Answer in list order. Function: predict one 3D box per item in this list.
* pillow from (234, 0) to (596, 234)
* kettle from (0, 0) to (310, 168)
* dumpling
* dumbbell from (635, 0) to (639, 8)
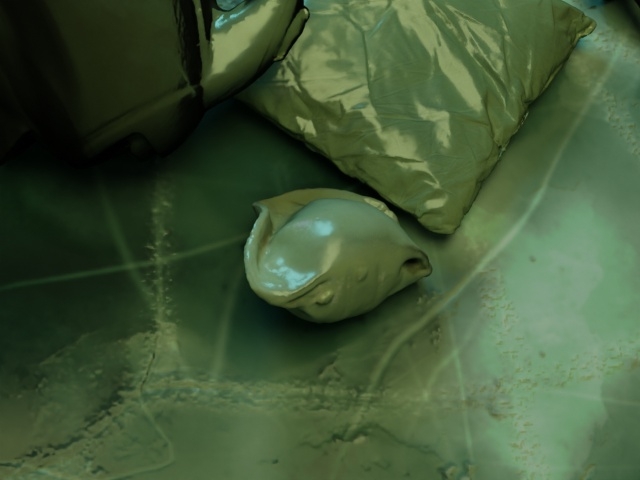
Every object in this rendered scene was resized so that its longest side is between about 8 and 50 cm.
[{"bbox_3d":[0.073,-0.180,1.285,0.274,0.076,0.280,34,65,6],"label":"pillow"},{"bbox_3d":[-0.172,-0.228,1.172,0.321,0.228,0.324,-28,92,-3],"label":"kettle"},{"bbox_3d":[-0.001,0.000,1.176,0.169,0.100,0.134,-26,57,-22],"label":"dumpling"},{"bbox_3d":[0.319,-0.210,1.338,0.082,0.081,0.254,-23,71,-19],"label":"dumbbell"}]
